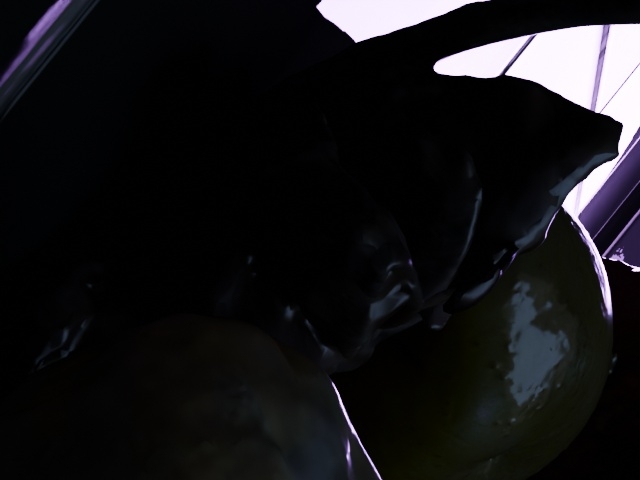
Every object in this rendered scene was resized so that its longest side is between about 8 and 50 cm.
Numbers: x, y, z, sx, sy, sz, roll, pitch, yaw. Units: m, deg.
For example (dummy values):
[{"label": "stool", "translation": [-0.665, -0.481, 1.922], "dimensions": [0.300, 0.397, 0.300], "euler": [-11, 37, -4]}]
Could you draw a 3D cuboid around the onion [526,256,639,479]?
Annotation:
[{"label": "onion", "translation": [0.097, 0.188, 0.983], "dimensions": [0.398, 0.398, 0.420], "euler": [-53, 140, 8]}]

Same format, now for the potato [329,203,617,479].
[{"label": "potato", "translation": [0.063, 0.034, 0.801], "dimensions": [0.157, 0.157, 0.194], "euler": [-46, 155, -27]}]

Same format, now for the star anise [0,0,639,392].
[{"label": "star anise", "translation": [0.000, -0.001, 0.511], "dimensions": [0.231, 0.089, 0.209], "euler": [-41, 178, -19]}]

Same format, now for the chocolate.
[{"label": "chocolate", "translation": [-0.062, 0.125, 0.435], "dimensions": [0.134, 0.134, 0.309], "euler": [-43, 169, -40]}]
